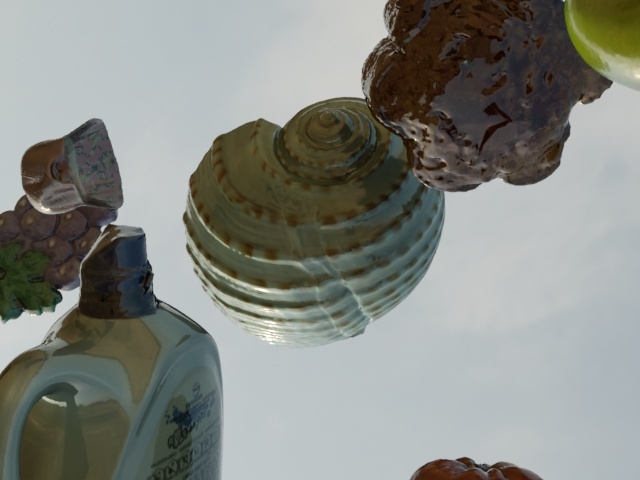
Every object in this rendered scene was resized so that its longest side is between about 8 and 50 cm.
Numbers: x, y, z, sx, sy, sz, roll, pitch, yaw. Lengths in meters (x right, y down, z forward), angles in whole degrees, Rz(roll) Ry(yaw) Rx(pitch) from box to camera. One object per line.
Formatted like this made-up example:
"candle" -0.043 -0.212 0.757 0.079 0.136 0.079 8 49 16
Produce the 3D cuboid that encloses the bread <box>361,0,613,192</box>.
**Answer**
"bread" 0.155 -0.164 1.455 0.232 0.246 0.135 -60 -155 13

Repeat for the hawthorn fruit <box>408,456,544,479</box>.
"hawthorn fruit" 0.124 0.222 1.068 0.125 0.140 0.125 -29 178 -1

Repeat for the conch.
"conch" 0.003 0.002 1.645 0.303 0.319 0.215 -14 -159 -9

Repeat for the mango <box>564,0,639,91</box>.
"mango" 0.320 -0.183 1.086 0.273 0.149 0.185 -15 -153 21

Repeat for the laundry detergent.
"laundry detergent" -0.146 0.132 0.956 0.105 0.215 0.281 14 -68 29

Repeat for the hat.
"hat" -0.154 -0.040 0.870 0.042 0.058 0.087 -10 -169 18

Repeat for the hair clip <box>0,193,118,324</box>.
"hair clip" -0.309 0.009 1.594 0.124 0.052 0.195 28 -115 13
